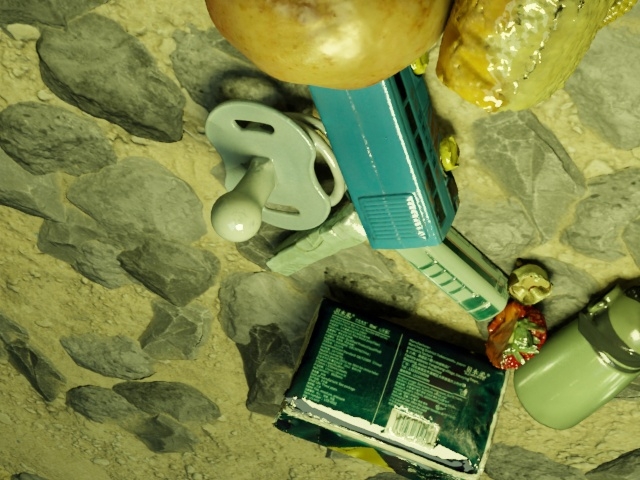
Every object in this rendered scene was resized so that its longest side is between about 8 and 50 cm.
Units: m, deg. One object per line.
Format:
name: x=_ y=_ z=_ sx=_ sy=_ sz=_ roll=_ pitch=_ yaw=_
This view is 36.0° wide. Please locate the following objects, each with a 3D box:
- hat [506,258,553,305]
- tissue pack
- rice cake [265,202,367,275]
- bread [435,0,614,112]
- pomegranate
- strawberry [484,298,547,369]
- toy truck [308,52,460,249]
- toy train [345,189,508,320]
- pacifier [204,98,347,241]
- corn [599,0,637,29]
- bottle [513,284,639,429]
hat: x=0.382 y=0.075 z=1.817 sx=0.076 sy=0.059 sz=0.077 roll=-34 pitch=124 yaw=26
tissue pack: x=0.137 y=0.314 z=2.001 sx=0.417 sy=0.264 sz=0.253 roll=20 pitch=157 yaw=-2
rice cake: x=0.000 y=0.000 z=1.820 sx=0.066 sy=0.063 sz=0.336 roll=33 pitch=152 yaw=-16
bread: x=0.279 y=-0.348 z=1.165 sx=0.165 sy=0.236 sz=0.375 roll=35 pitch=128 yaw=20
pomegranate: x=0.008 y=-0.349 z=1.285 sx=0.338 sy=0.338 sz=0.338 roll=11 pitch=140 yaw=9
strawberry: x=0.379 y=0.186 z=1.889 sx=0.085 sy=0.140 sz=0.192 roll=14 pitch=137 yaw=-7
toy truck: x=0.104 y=-0.171 z=1.541 sx=0.161 sy=0.162 sz=0.384 roll=-3 pitch=127 yaw=26
toy train: x=0.179 y=-0.001 z=1.785 sx=0.407 sy=0.088 sz=0.086 roll=40 pitch=138 yaw=-22
pacifier: x=-0.098 y=-0.089 z=1.671 sx=0.244 sy=0.233 sz=0.299 roll=14 pitch=143 yaw=28
corn: x=0.310 y=-0.306 z=1.383 sx=0.320 sy=0.097 sz=0.097 roll=-24 pitch=125 yaw=41
bottle: x=0.518 y=0.213 z=1.845 sx=0.168 sy=0.168 sz=0.347 roll=27 pitch=136 yaw=-10
